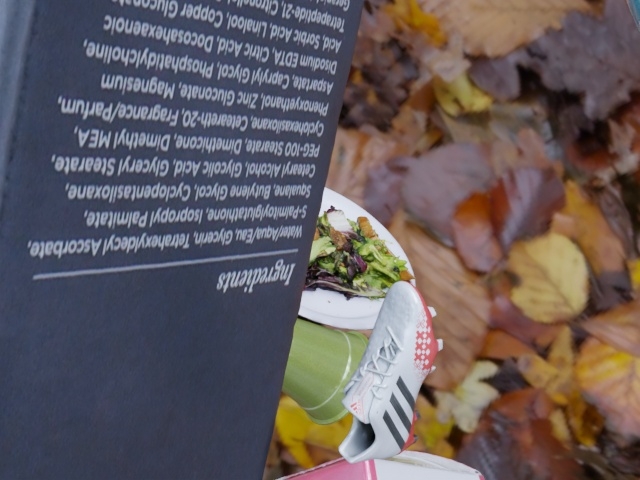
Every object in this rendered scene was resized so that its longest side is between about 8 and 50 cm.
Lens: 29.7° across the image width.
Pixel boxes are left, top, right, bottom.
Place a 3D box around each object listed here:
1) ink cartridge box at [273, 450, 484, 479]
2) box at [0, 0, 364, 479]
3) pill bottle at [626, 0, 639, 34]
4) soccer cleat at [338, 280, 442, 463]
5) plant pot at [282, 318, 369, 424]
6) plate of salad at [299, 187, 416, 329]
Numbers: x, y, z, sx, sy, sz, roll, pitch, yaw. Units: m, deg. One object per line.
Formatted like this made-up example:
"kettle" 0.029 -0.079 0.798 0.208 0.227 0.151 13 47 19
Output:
"ink cartridge box" -0.032 0.261 0.715 0.283 0.117 0.207 -25 61 35
"box" -0.158 -0.095 0.484 0.293 0.212 0.396 16 100 26
"pill bottle" 0.436 -0.254 1.371 0.146 0.146 0.264 -23 26 17
"soccer cleat" 0.026 0.055 0.489 0.029 0.035 0.083 40 133 43
"plant pot" -0.014 0.097 0.980 0.083 0.079 0.083 -34 40 34
"plate of salad" 0.000 0.000 1.076 0.200 0.199 0.048 50 129 26
